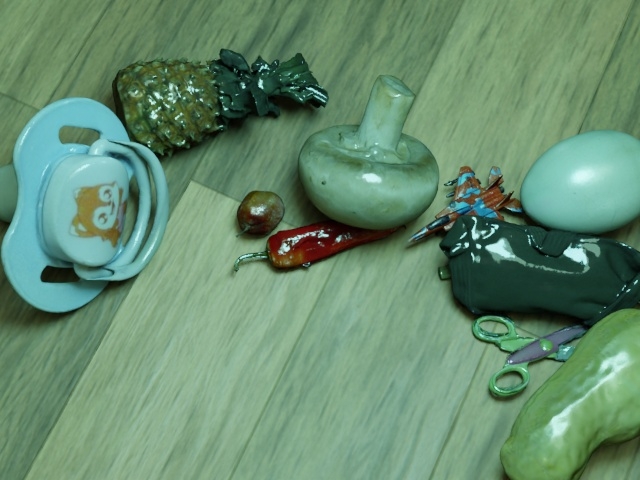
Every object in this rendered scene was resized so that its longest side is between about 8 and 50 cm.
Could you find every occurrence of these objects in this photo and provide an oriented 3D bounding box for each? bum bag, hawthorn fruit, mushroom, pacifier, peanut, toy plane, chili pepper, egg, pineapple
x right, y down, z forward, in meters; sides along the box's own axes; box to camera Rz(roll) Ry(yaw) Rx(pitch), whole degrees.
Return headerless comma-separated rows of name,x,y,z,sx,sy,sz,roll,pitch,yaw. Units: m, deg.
bum bag,0.325,0.051,1.895,0.326,0.079,0.142,10,101,-3
hawthorn fruit,-0.094,-0.029,1.901,0.067,0.066,0.103,23,46,4
mushroom,0.077,-0.127,1.875,0.207,0.215,0.207,13,23,-6
pacifier,-0.373,-0.055,1.848,0.233,0.244,0.299,12,95,33
peanut,0.378,0.227,1.810,0.147,0.147,0.319,41,72,11
toy plane,0.208,-0.038,1.943,0.189,0.061,0.130,-29,74,-11
chili pepper,0.000,0.000,1.914,0.268,0.050,0.059,-13,54,-11
egg,0.393,-0.082,1.928,0.209,0.151,0.151,-16,70,-8
pineapple,-0.144,-0.208,1.935,0.310,0.170,0.141,-10,112,-14

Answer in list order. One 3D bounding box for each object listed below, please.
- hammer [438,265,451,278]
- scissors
hammer,0.272,0.041,1.940,0.199,0.013,0.062,-6,69,-7
scissors,0.319,0.154,1.895,0.187,0.020,0.133,-7,61,-10
